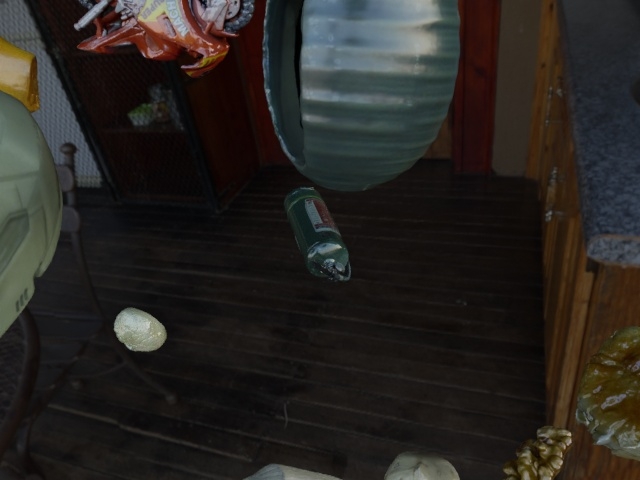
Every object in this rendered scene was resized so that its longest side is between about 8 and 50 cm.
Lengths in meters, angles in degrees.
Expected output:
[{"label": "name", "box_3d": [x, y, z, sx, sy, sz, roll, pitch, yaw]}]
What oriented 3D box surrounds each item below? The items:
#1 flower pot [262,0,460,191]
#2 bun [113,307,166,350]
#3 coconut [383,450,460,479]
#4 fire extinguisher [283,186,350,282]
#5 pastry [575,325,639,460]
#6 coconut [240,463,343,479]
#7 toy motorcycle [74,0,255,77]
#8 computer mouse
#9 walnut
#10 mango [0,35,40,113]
[{"label": "flower pot", "box_3d": [0.035, -0.167, 0.476, 0.157, 0.242, 0.189, -8, 25, -18]}, {"label": "bun", "box_3d": [-0.388, 0.196, 1.093, 0.115, 0.115, 0.069, 8, 52, 24]}, {"label": "coconut", "box_3d": [0.250, 0.631, 1.279, 0.224, 0.224, 0.224, -6, 34, 4]}, {"label": "fire extinguisher", "box_3d": [0.000, 0.000, 1.046, 0.093, 0.118, 0.294, -49, 35, 20]}, {"label": "pastry", "box_3d": [0.721, 0.331, 1.099, 0.330, 0.136, 0.329, -39, 24, 21]}, {"label": "coconut", "box_3d": [-0.031, 0.480, 0.788, 0.266, 0.237, 0.237, 22, 33, -12]}, {"label": "toy motorcycle", "box_3d": [-0.248, -0.346, 0.795, 0.298, 0.171, 0.089, 11, 40, 6]}, {"label": "computer mouse", "box_3d": [-0.439, -0.009, 0.633, 0.146, 0.228, 0.428, 4, 65, 16]}, {"label": "walnut", "box_3d": [0.379, 0.395, 0.910, 0.069, 0.142, 0.170, 42, 38, 21]}, {"label": "mango", "box_3d": [-0.630, -0.319, 0.821, 0.187, 0.359, 0.144, -43, 29, 11]}]
